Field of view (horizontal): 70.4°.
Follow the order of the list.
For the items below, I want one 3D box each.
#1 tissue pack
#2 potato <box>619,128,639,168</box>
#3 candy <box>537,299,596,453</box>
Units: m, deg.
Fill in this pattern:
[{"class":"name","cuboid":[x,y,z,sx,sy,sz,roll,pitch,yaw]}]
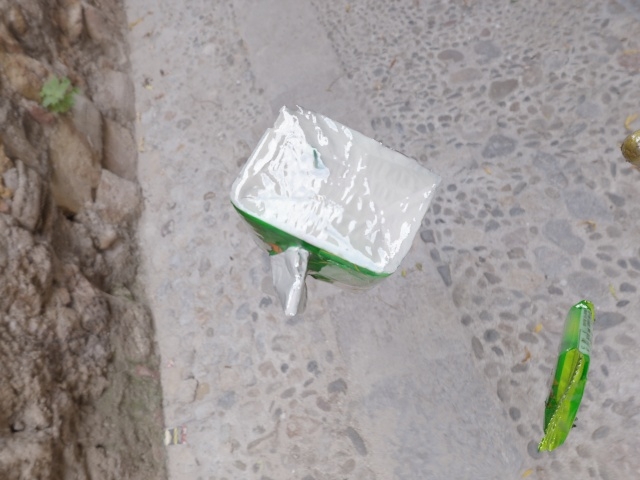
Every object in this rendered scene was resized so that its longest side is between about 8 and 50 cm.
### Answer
[{"class":"tissue pack","cuboid":[-0.002,0.000,0.449,0.148,0.209,0.156,28,81,4]},{"class":"potato","cuboid":[0.752,-0.200,1.025,0.138,0.091,0.070,29,35,1]},{"class":"candy","cuboid":[0.252,0.128,0.458,0.032,0.178,0.102,13,106,30]}]
